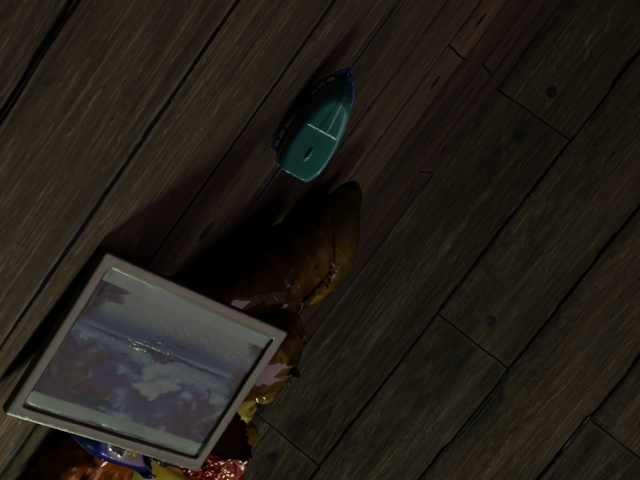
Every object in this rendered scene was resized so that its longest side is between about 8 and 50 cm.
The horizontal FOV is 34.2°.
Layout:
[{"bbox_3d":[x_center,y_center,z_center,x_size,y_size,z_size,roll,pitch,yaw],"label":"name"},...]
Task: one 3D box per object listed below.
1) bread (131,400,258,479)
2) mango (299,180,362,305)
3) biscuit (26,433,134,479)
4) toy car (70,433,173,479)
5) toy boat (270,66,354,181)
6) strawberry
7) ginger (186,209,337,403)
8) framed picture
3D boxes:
[{"bbox_3d":[-0.234,0.392,2.119,0.270,0.211,0.316,-54,173,5],"label":"bread"},{"bbox_3d":[0.000,0.000,1.990,0.193,0.146,0.316,-48,-169,45],"label":"mango"},{"bbox_3d":[-0.398,0.399,1.659,0.312,0.110,0.318,-51,171,8],"label":"biscuit"},{"bbox_3d":[-0.247,0.193,1.421,0.235,0.172,0.158,-56,142,7],"label":"toy car"},{"bbox_3d":[-0.006,-0.179,1.509,0.175,0.091,0.110,-58,-157,14],"label":"toy boat"},{"bbox_3d":[-0.206,0.300,1.574,0.188,0.286,0.106,10,105,-33],"label":"strawberry"},{"bbox_3d":[-0.088,0.111,1.703,0.176,0.254,0.418,-15,-161,34],"label":"ginger"},{"bbox_3d":[-0.210,0.160,1.309,0.315,0.024,0.232,28,96,-43],"label":"framed picture"}]
